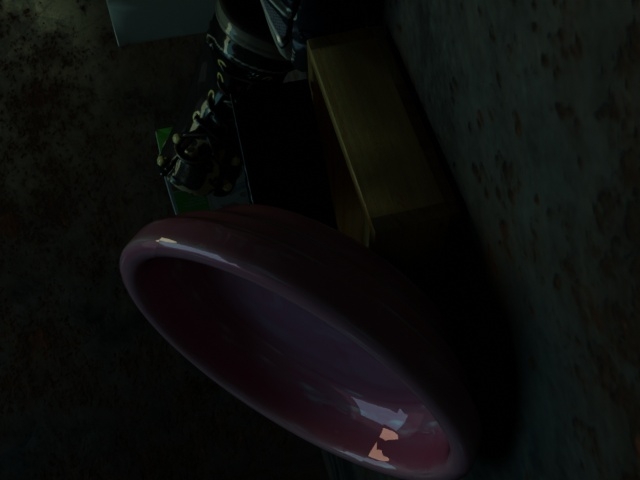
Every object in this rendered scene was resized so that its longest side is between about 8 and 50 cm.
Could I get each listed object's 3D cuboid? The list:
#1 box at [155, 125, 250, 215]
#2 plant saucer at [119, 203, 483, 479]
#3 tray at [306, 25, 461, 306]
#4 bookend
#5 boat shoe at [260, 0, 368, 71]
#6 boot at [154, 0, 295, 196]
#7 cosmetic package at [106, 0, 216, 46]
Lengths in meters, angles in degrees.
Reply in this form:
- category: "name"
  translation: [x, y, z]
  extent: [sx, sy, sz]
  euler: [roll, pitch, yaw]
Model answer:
- category: "box"
  translation: [-0.144, -0.108, 1.380]
  extent: [0.231, 0.262, 0.126]
  euler: [85, 170, -45]
- category: "plant saucer"
  translation: [-0.011, 0.082, 0.637]
  extent: [0.084, 0.332, 0.332]
  euler: [-56, -17, -26]
- category: "tray"
  translation: [0.052, 0.012, 0.762]
  extent: [0.410, 0.076, 0.202]
  euler: [86, 169, -58]
- category: "bookend"
  translation: [-0.039, -0.067, 0.742]
  extent: [0.157, 0.072, 0.156]
  euler: [-144, 42, -81]
- category: "boat shoe"
  translation: [-0.040, -0.333, 0.664]
  extent: [0.158, 0.127, 0.340]
  euler: [93, 153, -77]
- category: "boot"
  translation: [-0.123, -0.190, 1.015]
  extent: [0.284, 0.138, 0.377]
  euler: [-63, 17, 18]
- category: "cosmetic package"
  translation: [-0.245, -0.499, 1.367]
  extent: [0.377, 0.285, 0.097]
  euler: [-110, 10, -46]
